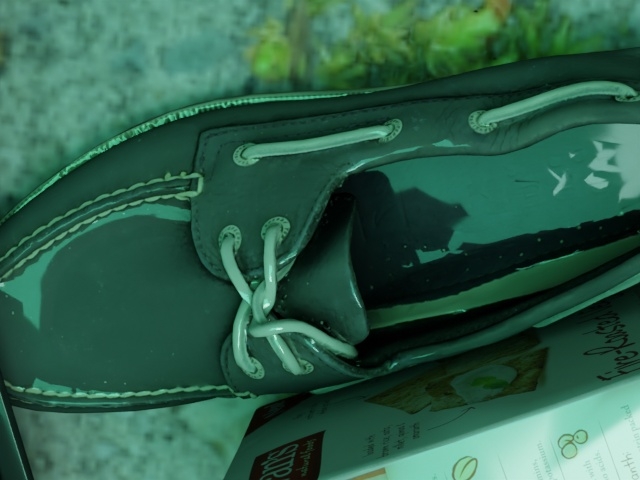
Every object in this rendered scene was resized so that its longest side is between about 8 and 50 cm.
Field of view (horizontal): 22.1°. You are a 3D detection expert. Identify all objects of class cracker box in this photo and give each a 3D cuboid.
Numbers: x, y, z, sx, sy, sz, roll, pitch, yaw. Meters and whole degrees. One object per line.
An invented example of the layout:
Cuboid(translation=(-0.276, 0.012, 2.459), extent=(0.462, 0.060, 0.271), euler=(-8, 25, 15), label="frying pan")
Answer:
Cuboid(translation=(0.083, 0.070, 0.592), extent=(0.232, 0.156, 0.067), euler=(-20, 96, 6), label="cracker box")

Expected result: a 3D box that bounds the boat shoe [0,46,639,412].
Cuboid(translation=(0.000, 0.000, 0.616), extent=(0.319, 0.099, 0.116), euler=(-14, 100, 7), label="boat shoe")

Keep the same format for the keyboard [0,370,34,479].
Cuboid(translation=(-0.158, 0.048, 0.644), extent=(0.023, 0.108, 0.180), euler=(-21, 101, -36), label="keyboard")
